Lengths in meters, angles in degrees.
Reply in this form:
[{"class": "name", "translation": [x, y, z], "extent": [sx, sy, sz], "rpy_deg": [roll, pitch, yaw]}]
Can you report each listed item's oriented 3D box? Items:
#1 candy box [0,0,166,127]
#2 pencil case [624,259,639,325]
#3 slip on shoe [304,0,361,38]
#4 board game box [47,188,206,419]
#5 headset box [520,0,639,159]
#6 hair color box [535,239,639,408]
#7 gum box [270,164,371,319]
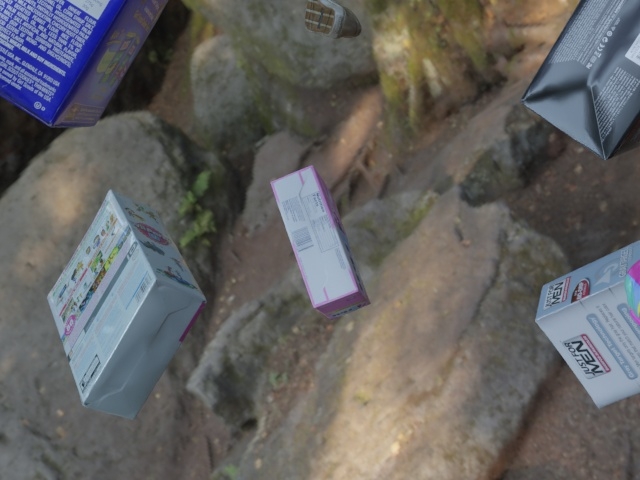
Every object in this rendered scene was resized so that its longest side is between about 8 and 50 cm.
[{"class": "candy box", "translation": [-0.218, -0.278, 0.954], "extent": [0.317, 0.122, 0.268], "rpy_deg": [-57, 8, 2]}, {"class": "pencil case", "translation": [0.388, 0.099, 0.939], "extent": [0.104, 0.104, 0.236], "rpy_deg": [-33, 25, 13]}, {"class": "slip on shoe", "translation": [0.015, -0.290, 1.215], "extent": [0.135, 0.041, 0.051], "rpy_deg": [-133, 54, -63]}, {"class": "board game box", "translation": [-0.306, 0.089, 1.432], "extent": [0.224, 0.097, 0.303], "rpy_deg": [-57, 36, 12]}, {"class": "headset box", "translation": [0.355, -0.215, 0.962], "extent": [0.293, 0.110, 0.218], "rpy_deg": [-20, -36, -54]}, {"class": "hair color box", "translation": [0.526, 0.085, 1.359], "extent": [0.374, 0.185, 0.113], "rpy_deg": [-30, 14, 31]}, {"class": "gum box", "translation": [0.000, 0.000, 1.225], "extent": [0.062, 0.188, 0.107], "rpy_deg": [-21, -16, 7]}]
